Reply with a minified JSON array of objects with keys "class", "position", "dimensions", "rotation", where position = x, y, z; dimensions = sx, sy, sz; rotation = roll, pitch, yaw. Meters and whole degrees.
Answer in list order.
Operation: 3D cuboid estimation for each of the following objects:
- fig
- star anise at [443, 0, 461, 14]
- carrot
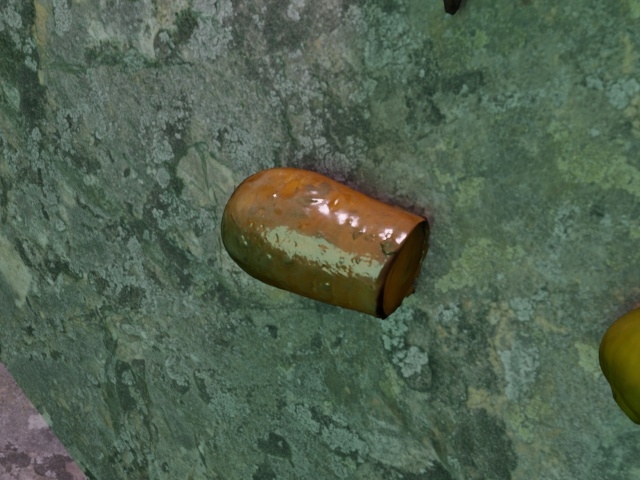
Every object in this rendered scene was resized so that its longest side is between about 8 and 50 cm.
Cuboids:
[{"class":"fig","position":[0.511,0.174,0.794],"dimensions":[0.230,0.207,0.207],"rotation":[-18,97,2]},{"class":"star anise","position":[0.211,-0.484,0.803],"dimensions":[0.332,0.118,0.331],"rotation":[10,107,34]},{"class":"carrot","position":[0.000,0.000,1.041],"dimensions":[0.341,0.224,0.224],"rotation":[22,117,22]}]
